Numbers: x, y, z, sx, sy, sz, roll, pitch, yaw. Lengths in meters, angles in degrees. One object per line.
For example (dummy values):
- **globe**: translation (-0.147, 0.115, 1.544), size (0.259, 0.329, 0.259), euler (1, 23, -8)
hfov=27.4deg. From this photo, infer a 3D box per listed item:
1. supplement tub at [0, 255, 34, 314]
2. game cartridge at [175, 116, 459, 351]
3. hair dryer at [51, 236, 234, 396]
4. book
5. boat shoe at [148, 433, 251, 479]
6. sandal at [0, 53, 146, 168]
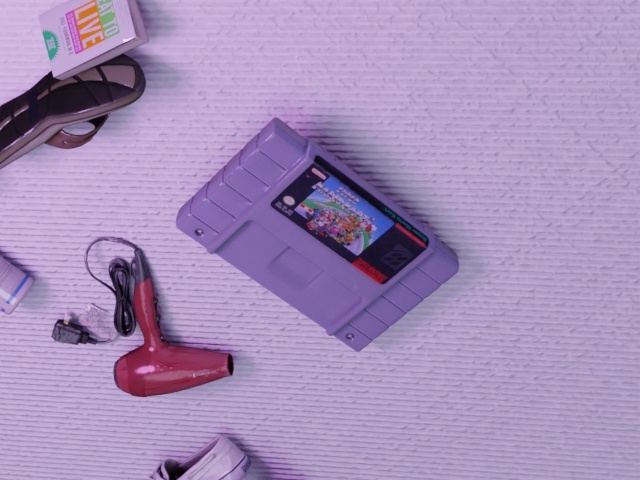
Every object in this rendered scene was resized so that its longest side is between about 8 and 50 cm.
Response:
- **supplement tub**: translation (-0.510, 0.060, 2.057), size (0.107, 0.071, 0.071), euler (37, 120, -10)
- **game cartridge**: translation (0.000, 0.000, 1.882), size (0.355, 0.068, 0.230), euler (36, 125, -22)
- **hair dryer**: translation (-0.270, 0.147, 2.049), size (0.293, 0.080, 0.224), euler (30, 120, -6)
- **book**: translation (-0.316, -0.294, 1.816), size (0.144, 0.035, 0.096), euler (-21, 79, 22)
- **boat shoe**: translation (-0.242, 0.406, 2.184), size (0.267, 0.096, 0.088), euler (-30, 105, 24)
- **sandal**: translation (-0.369, -0.179, 1.882), size (0.302, 0.120, 0.086), euler (-23, 140, 25)
